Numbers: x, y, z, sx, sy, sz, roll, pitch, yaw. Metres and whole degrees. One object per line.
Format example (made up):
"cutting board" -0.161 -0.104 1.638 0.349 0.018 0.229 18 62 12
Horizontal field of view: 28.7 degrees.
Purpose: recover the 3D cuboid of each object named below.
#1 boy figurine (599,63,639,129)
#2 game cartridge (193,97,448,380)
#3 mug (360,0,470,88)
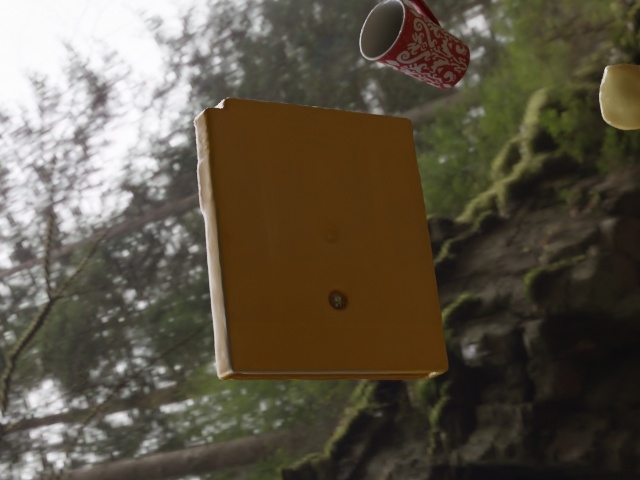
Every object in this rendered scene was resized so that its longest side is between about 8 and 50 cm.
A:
"boy figurine" 0.492 -0.207 1.561 0.177 0.285 0.092 7 -109 -65
"game cartridge" 0.000 0.000 1.441 0.285 0.053 0.323 4 -111 -29
"mug" 0.174 -0.349 2.151 0.169 0.113 0.150 21 -92 -35
